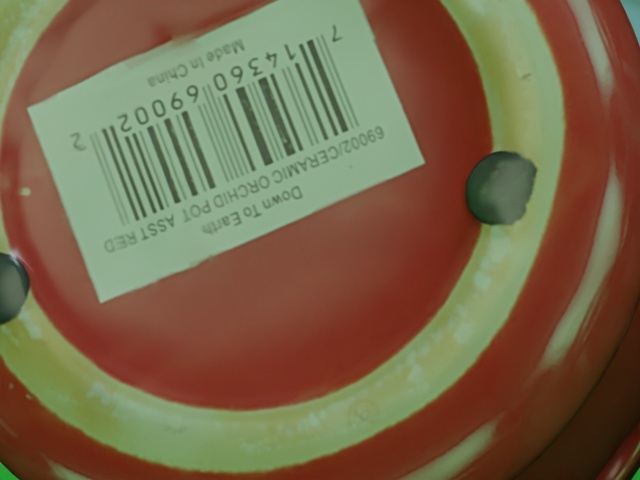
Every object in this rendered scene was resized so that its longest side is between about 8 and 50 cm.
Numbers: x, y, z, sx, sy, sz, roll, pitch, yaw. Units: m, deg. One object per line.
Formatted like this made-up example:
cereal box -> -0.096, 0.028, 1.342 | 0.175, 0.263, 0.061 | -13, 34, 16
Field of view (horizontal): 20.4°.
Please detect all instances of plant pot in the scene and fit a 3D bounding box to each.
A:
plant pot -> 0.000, 0.000, 0.445 | 0.191, 0.174, 0.191 | -1, 82, 10

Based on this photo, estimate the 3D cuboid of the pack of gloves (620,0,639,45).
pack of gloves -> 0.141, -0.116, 0.539 | 0.232, 0.046, 0.195 | 28, 93, 15
